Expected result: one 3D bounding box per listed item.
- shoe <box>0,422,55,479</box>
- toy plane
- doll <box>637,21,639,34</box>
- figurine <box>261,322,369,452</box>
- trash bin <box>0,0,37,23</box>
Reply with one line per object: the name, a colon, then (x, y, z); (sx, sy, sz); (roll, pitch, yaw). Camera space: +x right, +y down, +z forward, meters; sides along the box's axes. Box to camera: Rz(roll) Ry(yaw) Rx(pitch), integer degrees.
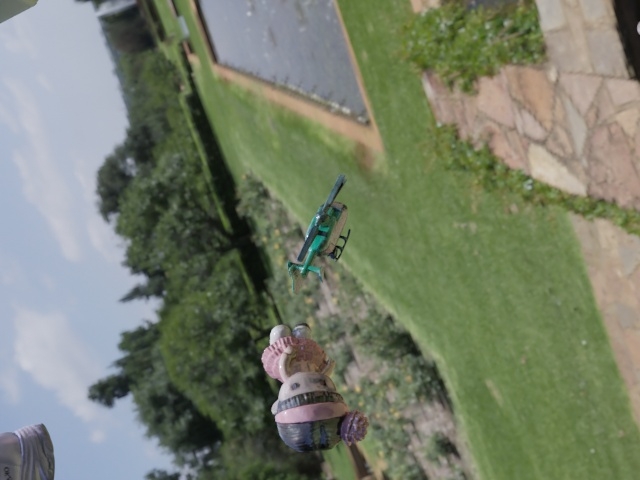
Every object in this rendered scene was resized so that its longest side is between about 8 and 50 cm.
shoe: (-0.445, 0.384, 1.296); (0.095, 0.138, 0.245); (162, 107, -65)
toy plane: (0.000, 0.000, 1.504); (0.096, 0.060, 0.235); (88, -158, -49)
doll: (0.313, -0.148, 0.734); (0.152, 0.114, 0.085); (-57, -8, -75)
figurine: (-0.008, 0.124, 0.769); (0.129, 0.072, 0.054); (-113, 31, -56)
trash bin: (-0.446, -0.330, 0.964); (0.255, 0.296, 0.368); (63, -173, -1)
